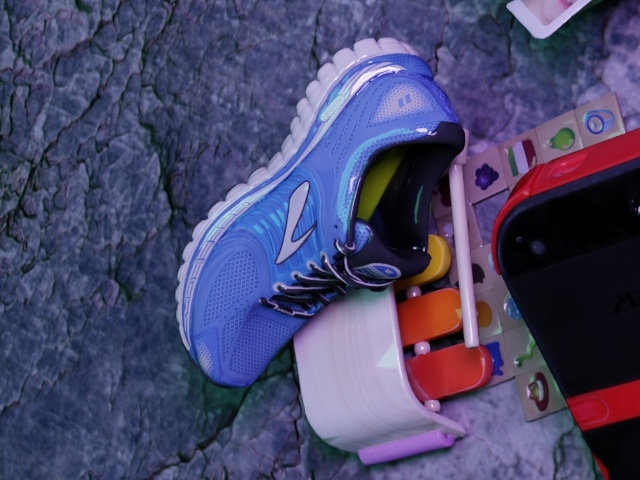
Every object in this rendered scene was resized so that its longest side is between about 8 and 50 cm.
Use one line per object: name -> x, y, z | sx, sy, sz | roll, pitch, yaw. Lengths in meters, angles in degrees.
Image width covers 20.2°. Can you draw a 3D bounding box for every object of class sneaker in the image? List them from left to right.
sneaker -> 0.000, 0.000, 1.464 | 0.330, 0.130, 0.147 | -56, 49, 21

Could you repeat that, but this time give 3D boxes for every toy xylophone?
toy xylophone -> 0.059, 0.030, 1.548 | 0.236, 0.081, 0.322 | -11, 77, 42

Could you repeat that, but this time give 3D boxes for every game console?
game console -> 0.333, 0.061, 1.259 | 0.387, 0.060, 0.342 | -21, 104, 38

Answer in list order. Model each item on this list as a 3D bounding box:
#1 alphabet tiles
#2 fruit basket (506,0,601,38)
alphabet tiles -> 0.193, 0.021, 1.497 | 0.198, 0.009, 0.237 | -25, 69, 33
fruit basket -> 0.229, -0.357, 1.404 | 0.353, 0.165, 0.327 | -46, 40, 15
